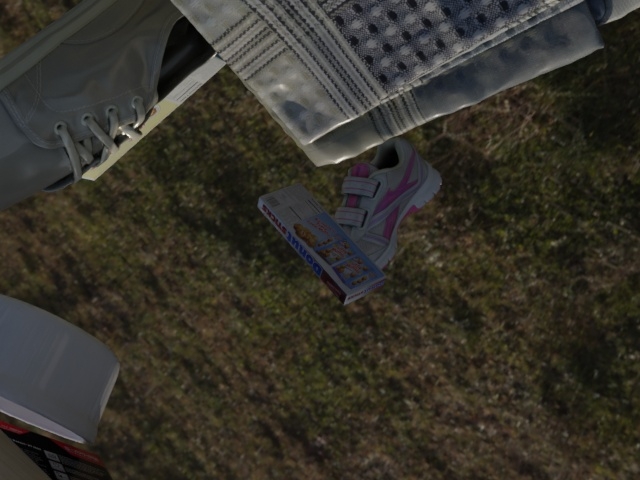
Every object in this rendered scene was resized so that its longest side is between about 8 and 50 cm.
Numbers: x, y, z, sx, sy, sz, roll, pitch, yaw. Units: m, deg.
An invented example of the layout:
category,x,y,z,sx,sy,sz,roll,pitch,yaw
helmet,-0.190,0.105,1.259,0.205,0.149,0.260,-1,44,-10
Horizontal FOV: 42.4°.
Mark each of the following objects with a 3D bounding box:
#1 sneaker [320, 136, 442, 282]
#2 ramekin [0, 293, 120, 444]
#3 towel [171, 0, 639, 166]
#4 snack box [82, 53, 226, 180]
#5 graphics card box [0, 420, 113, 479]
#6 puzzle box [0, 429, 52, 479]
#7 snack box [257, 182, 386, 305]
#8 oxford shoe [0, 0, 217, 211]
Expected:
category,x,y,z,sx,sy,sz,roll,pitch,yaw
sneaker,0.063,-0.048,1.150,0.103,0.252,0.111,3,138,47
ramekin,-0.440,0.191,1.244,0.277,0.135,0.277,20,157,9
towel,0.025,-0.199,0.521,0.312,0.056,0.324,-24,128,31
snack box,-0.320,-0.221,1.297,0.322,0.187,0.060,-38,73,17
graphics card box,-0.351,0.382,1.088,0.232,0.094,0.371,34,177,-38
puzzle box,-0.173,0.334,0.540,0.409,0.052,0.272,41,107,6
snack box,0.000,0.000,0.996,0.178,0.064,0.022,48,141,28
oxford shoe,-0.266,-0.138,0.892,0.130,0.449,0.169,38,156,5
